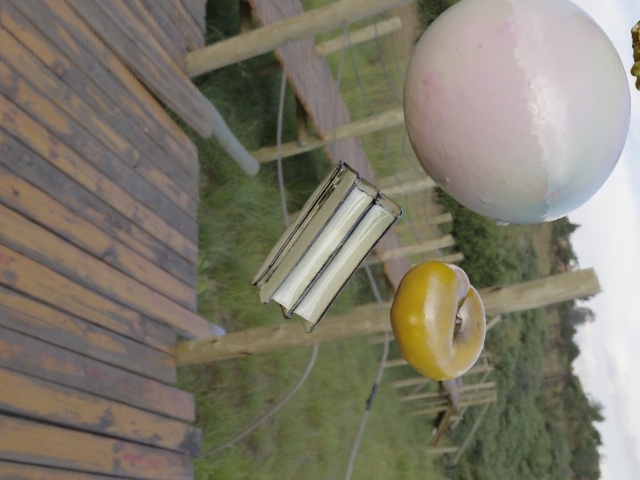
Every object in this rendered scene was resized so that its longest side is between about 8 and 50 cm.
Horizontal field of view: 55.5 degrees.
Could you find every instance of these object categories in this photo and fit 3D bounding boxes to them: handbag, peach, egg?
[{"bbox_3d":[0.000,0.000,1.419,0.160,0.359,0.237,35,8,-18],"label":"handbag"},{"bbox_3d":[0.176,0.116,0.905,0.179,0.103,0.179,10,78,-50],"label":"peach"},{"bbox_3d":[0.320,-0.184,0.979,0.340,0.354,0.355,-91,160,-46],"label":"egg"}]

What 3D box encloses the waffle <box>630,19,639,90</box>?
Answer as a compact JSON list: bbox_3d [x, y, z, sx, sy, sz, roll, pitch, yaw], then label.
[{"bbox_3d":[0.833,-0.448,1.530,0.249,0.056,0.253,-3,85,-46],"label":"waffle"}]
